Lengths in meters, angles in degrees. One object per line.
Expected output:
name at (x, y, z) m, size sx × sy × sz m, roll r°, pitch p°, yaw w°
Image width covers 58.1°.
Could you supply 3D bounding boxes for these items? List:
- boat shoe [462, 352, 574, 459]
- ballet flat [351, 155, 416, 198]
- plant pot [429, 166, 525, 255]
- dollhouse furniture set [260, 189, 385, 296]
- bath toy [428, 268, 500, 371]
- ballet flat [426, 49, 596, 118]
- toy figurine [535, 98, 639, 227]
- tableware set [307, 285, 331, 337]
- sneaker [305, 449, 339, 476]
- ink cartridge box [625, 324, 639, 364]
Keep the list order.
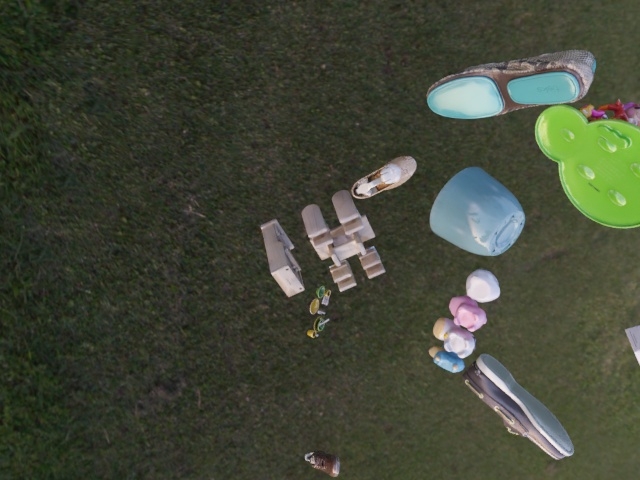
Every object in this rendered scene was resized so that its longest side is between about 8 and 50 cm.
boat shoe at (0.365, 0.317, 1.076) m, size 0.081 × 0.227 × 0.068 m, roll -5°, pitch 137°, yaw -56°
ballet flat at (0.169, -0.165, 1.579) m, size 0.073 × 0.206 × 0.067 m, roll 59°, pitch 35°, yaw -1°
plant pot at (0.578, -0.082, 2.063) m, size 0.293 × 0.235 × 0.292 m, roll -24°, pitch 135°, yaw -26°
dollhouse furniture set at (0.000, 0.000, 1.353) m, size 0.242 × 0.161 × 0.212 m, roll -24°, pitch 134°, yaw 6°
bath toy at (0.457, 0.237, 1.809) m, size 0.129 × 0.151 × 0.348 m, roll -15°, pitch 131°, yaw -52°
ballet flat at (0.551, -0.460, 1.676) m, size 0.182 × 0.483 × 0.164 m, roll -53°, pitch 127°, yaw -31°
toy figurine at (0.371, -0.120, 0.689) m, size 0.159 × 0.173 × 0.130 m, roll -28°, pitch 153°, yaw -28°
tableware set at (-0.002, 0.213, 1.714) m, size 0.104 × 0.024 × 0.154 m, roll 29°, pitch 76°, yaw -59°
sneaker at (0.005, 0.692, 1.786) m, size 0.071 × 0.188 × 0.066 m, roll 6°, pitch 75°, yaw -15°
ink cartridge box at (0.915, 0.269, 1.474) m, size 0.203 × 0.085 × 0.148 m, roll -23°, pitch 123°, yaw 23°
